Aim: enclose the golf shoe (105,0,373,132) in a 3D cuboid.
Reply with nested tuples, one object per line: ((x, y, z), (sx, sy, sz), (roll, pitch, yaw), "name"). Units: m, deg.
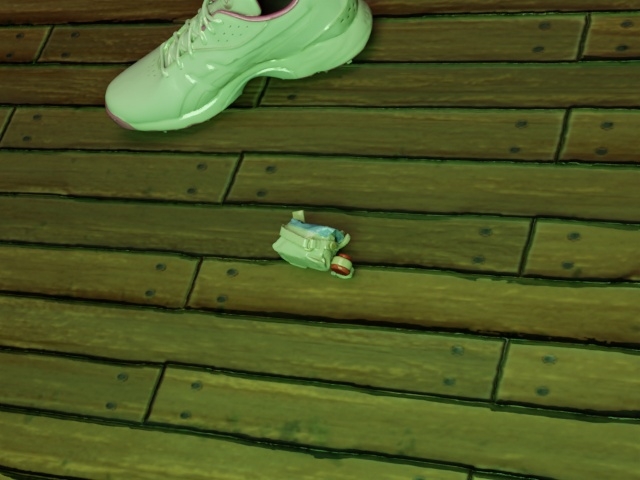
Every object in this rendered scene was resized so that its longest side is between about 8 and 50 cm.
((-0.104, -0.217, 1.385), (0.306, 0.140, 0.115), (-22, 52, 10), "golf shoe")

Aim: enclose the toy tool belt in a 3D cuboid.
((0.000, 0.000, 1.241), (0.083, 0.052, 0.051), (14, 72, 31), "toy tool belt")
